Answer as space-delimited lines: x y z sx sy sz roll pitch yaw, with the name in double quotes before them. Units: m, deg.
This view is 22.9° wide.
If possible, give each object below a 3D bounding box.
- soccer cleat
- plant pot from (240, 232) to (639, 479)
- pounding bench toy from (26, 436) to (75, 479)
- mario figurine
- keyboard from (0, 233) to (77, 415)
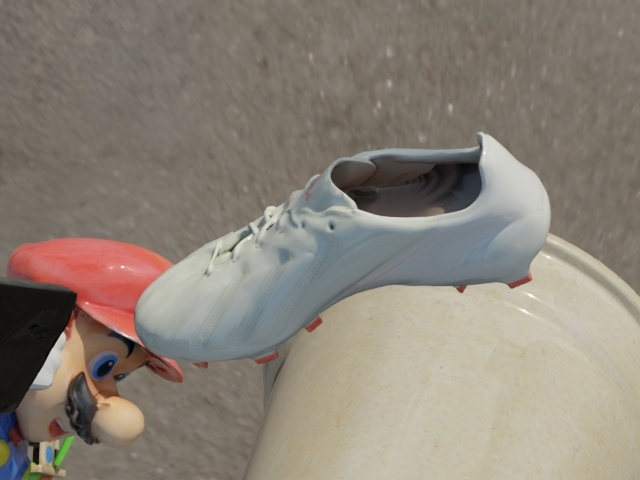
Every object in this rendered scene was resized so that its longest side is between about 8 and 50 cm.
"soccer cleat" 0.000 0.000 0.672 0.196 0.076 0.068 -16 46 20
"plant pot" 0.069 0.197 1.082 0.333 0.305 0.334 9 122 15
"pounding bench toy" -0.212 0.154 1.205 0.083 0.052 0.065 -4 76 13
"mario figurine" -0.200 0.134 0.987 0.320 0.198 0.170 -42 106 -7
"keyboard" -0.176 0.023 0.628 0.038 0.192 0.100 43 106 29
